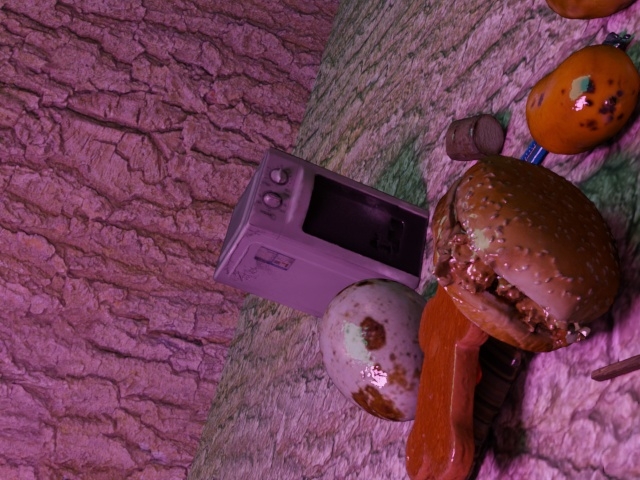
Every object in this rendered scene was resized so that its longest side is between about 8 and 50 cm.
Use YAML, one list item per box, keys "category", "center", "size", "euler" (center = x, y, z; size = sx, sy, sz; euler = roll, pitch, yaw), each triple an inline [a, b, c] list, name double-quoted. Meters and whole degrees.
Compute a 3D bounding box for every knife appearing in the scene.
- category: "knife"
  center: [0.291, -0.138, 1.059]
  size: [0.296, 0.026, 0.044]
  euler: [-60, 27, 31]

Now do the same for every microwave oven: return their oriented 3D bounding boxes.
- category: "microwave oven"
  center: [0.000, 0.000, 1.428]
  size: [0.237, 0.295, 0.181]
  euler: [129, 158, -54]

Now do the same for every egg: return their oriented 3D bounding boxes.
- category: "egg"
  center: [0.086, 0.148, 1.129]
  size: [0.169, 0.169, 0.231]
  euler: [-63, 25, 24]

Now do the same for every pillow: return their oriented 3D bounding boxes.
- category: "pillow"
  center: [0.171, 0.203, 0.975]
  size: [0.113, 0.038, 0.203]
  euler: [-130, 61, -72]

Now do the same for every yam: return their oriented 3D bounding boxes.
- category: "yam"
  center: [0.224, -0.153, 1.261]
  size: [0.146, 0.070, 0.069]
  euler: [-164, 95, -76]

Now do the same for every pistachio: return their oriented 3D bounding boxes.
- category: "pistachio"
  center: [0.327, -0.332, 1.051]
  size: [0.110, 0.100, 0.189]
  euler: [-58, 17, 26]

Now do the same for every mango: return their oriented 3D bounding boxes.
- category: "mango"
  center: [0.287, -0.153, 0.945]
  size: [0.178, 0.090, 0.115]
  euler: [157, 131, -71]

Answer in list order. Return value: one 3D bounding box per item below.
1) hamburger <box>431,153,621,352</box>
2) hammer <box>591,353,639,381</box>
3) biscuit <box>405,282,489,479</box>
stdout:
- category: "hamburger"
  center: [0.207, 0.000, 0.829]
  size: [0.122, 0.189, 0.215]
  euler: [-49, 7, 39]
- category: "hammer"
  center: [0.304, 0.076, 0.663]
  size: [0.292, 0.029, 0.058]
  euler: [132, 157, -62]
- category: "biscuit"
  center: [0.154, 0.109, 0.935]
  size: [0.205, 0.050, 0.323]
  euler: [123, 155, -73]
